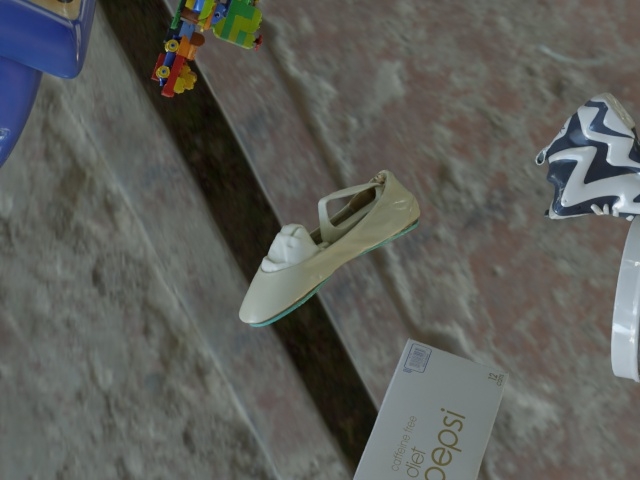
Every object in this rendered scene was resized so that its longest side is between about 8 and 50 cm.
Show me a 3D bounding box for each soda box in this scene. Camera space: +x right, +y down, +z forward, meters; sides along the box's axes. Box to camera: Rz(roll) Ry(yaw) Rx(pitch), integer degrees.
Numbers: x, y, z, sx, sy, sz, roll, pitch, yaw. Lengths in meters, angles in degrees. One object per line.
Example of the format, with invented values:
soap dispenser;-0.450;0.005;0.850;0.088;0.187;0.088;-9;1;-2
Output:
soda box;0.048;0.160;0.912;0.069;0.216;0.074;19;132;7

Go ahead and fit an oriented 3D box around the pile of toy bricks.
pile of toy bricks;-0.113;-0.254;1.791;0.105;0.118;0.212;19;90;-10

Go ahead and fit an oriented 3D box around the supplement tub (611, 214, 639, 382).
supplement tub;0.320;0.053;1.126;0.199;0.144;0.144;8;104;19

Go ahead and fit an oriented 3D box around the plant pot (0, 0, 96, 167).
plant pot;-0.264;-0.197;1.003;0.236;0.212;0.236;21;60;-30

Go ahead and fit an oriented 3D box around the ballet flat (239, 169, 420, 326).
ballet flat;0.000;0.000;1.732;0.248;0.086;0.086;-34;108;-23

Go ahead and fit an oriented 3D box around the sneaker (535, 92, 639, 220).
sneaker;0.357;-0.047;1.915;0.153;0.094;0.235;-36;97;23
